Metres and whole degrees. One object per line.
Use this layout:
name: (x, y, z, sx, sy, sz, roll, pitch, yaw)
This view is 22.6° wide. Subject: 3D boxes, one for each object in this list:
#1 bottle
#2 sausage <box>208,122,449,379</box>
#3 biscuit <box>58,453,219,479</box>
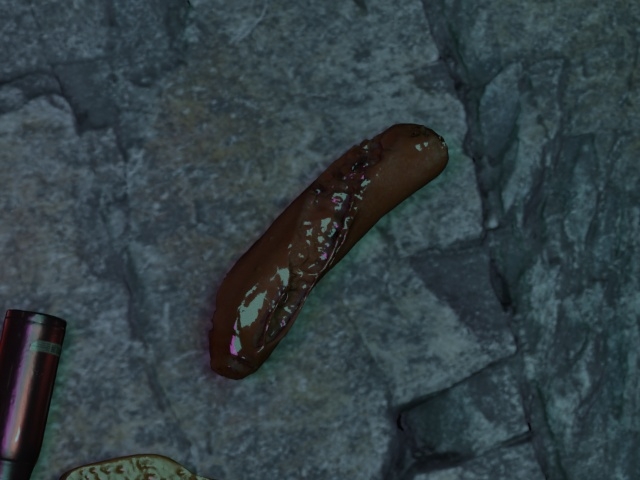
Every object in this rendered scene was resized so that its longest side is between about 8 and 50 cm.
bottle: (-0.270, 0.146, 1.421, 0.060, 0.060, 0.164, 13, 77, -14)
sausage: (-0.001, -0.002, 1.516, 0.087, 0.079, 0.326, 41, 70, 9)
biscuit: (-0.140, 0.272, 1.451, 0.221, 0.029, 0.141, 23, 73, -12)
